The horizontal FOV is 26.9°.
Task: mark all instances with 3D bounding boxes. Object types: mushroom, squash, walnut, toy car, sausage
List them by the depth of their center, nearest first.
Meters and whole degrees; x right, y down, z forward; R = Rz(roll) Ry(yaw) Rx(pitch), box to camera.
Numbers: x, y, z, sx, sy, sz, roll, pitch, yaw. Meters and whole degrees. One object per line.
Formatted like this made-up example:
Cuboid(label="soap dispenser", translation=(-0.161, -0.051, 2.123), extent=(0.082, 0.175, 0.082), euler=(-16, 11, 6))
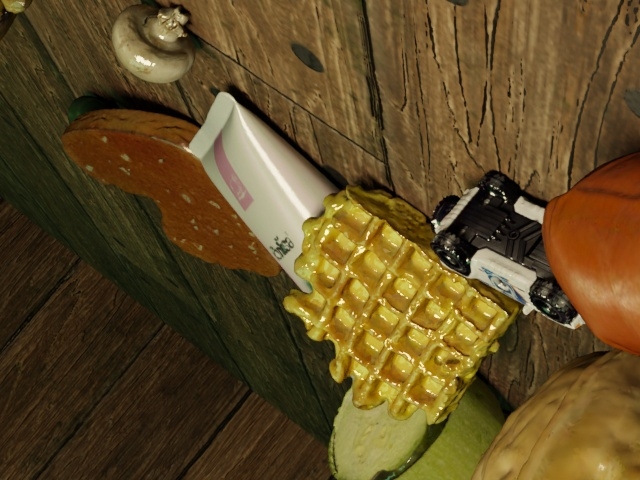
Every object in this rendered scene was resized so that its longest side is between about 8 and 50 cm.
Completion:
Cuboid(label="sausage", translation=(0.224, 0.011, 0.775), extent=(0.133, 0.133, 0.258), euler=(45, 170, -23))
Cuboid(label="walnut", translation=(0.243, 0.210, 0.981), extent=(0.252, 0.313, 0.277), euler=(30, 160, -6))
Cuboid(label="toy car", translation=(0.158, 0.008, 1.046), extent=(0.170, 0.080, 0.070), euler=(28, 163, 41))
Cuboid(label="mushroom", translation=(-0.153, -0.196, 1.273), extent=(0.085, 0.085, 0.079), euler=(40, 133, -3))
Cuboid(label="squash", translation=(0.118, 0.232, 1.659), extent=(0.133, 0.220, 0.220), euler=(36, 171, -34))

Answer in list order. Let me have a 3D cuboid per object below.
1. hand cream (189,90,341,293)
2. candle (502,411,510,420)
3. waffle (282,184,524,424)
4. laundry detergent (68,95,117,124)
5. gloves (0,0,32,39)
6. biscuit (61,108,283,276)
Cuboid(label="hand cream", translation=(0.000, 0.000, 1.418), extent=(0.358, 0.118, 0.185), euler=(45, 160, -1))
Cuboid(label="candle", translation=(0.204, 0.283, 1.736), extent=(0.168, 0.192, 0.068), euler=(-31, 118, 29))
Cuboid(label="waffle", translation=(0.062, 0.072, 1.316), extent=(0.229, 0.057, 0.219), euler=(36, 127, 15))
Cuboid(label="laundry detergent", translation=(-0.245, -0.116, 1.795), extent=(0.211, 0.063, 0.137), euler=(32, 159, 31))
Cuboid(label="gloves", translation=(-0.347, -0.304, 1.279), extent=(0.331, 0.141, 0.154), euler=(43, 145, 33))
Cuboid(label="biscuit", translation=(-0.180, -0.065, 1.694), extent=(0.262, 0.052, 0.277), euler=(5, 143, 41))
